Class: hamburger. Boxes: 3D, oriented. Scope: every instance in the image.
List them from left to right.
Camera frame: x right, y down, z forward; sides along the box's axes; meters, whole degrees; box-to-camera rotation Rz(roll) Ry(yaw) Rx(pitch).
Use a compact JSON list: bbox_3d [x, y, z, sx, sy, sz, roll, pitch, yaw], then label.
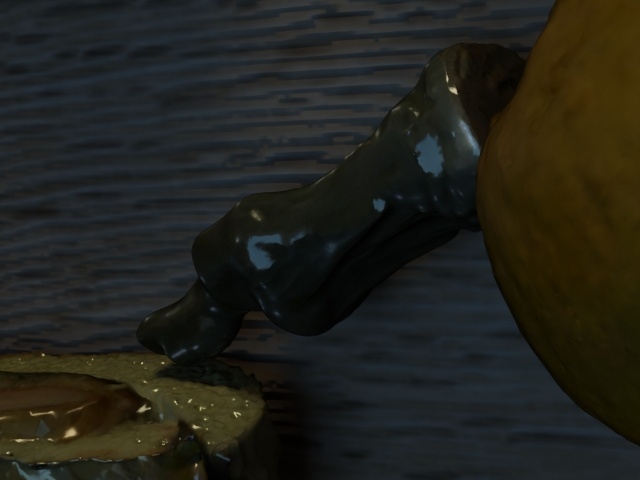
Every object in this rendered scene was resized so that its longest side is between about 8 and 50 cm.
[{"bbox_3d":[-0.102,0.122,0.820,0.207,0.135,0.155,-12,110,18],"label":"hamburger"}]

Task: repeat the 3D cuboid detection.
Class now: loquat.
[{"bbox_3d":[0.155,-0.018,0.574,0.208,0.208,0.208,7,104,30],"label":"loquat"}]

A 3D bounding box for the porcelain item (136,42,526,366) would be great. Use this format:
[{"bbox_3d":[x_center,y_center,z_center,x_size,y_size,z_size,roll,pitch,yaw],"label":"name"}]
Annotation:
[{"bbox_3d":[0.000,0.000,0.741,0.215,0.081,0.069,-30,70,32],"label":"porcelain item"}]
